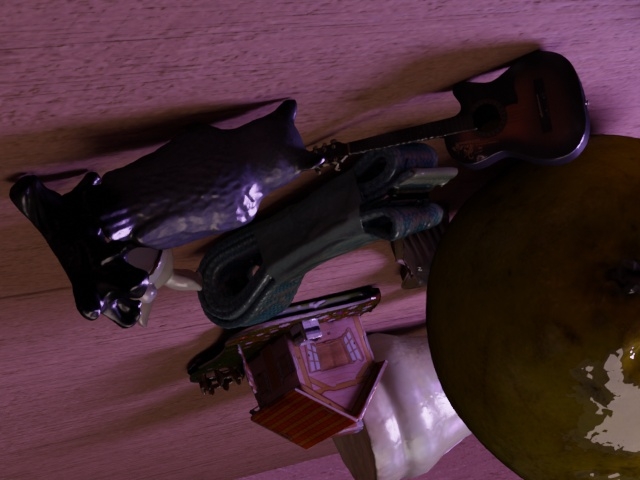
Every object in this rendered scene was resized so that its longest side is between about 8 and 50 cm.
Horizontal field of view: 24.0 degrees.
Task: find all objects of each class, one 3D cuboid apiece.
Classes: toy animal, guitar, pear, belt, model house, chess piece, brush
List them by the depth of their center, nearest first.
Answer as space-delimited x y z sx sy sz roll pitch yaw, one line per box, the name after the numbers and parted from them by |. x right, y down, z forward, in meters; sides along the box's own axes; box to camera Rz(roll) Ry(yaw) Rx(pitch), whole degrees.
-0.106 -0.044 1.074 0.210 0.121 0.117 -34 161 1 | toy animal
0.098 -0.086 1.200 0.233 0.088 0.025 -12 168 16 | guitar
-0.151 0.017 1.274 0.071 0.085 0.124 -35 173 -5 | toy animal
0.000 0.000 1.361 0.072 0.087 0.302 0 158 -44 | belt
0.262 0.073 1.474 0.352 0.351 0.413 -19 161 5 | pear
0.119 0.029 1.699 0.070 0.065 0.327 -21 168 -1 | brush
-0.034 0.187 1.932 0.207 0.154 0.294 -14 167 -24 | model house
0.233 0.197 2.218 0.442 0.234 0.234 -18 167 -13 | chess piece
